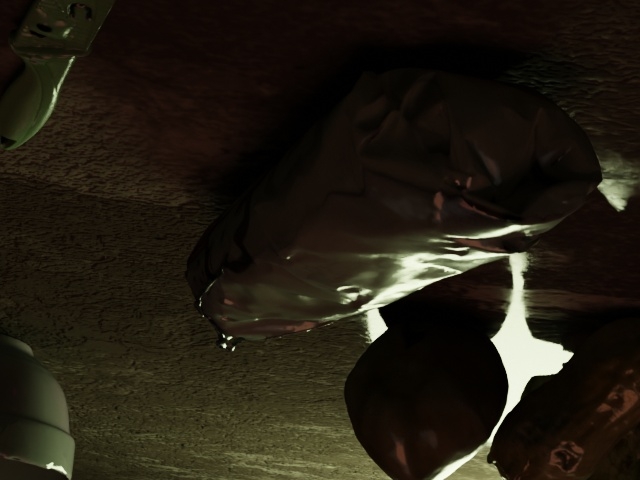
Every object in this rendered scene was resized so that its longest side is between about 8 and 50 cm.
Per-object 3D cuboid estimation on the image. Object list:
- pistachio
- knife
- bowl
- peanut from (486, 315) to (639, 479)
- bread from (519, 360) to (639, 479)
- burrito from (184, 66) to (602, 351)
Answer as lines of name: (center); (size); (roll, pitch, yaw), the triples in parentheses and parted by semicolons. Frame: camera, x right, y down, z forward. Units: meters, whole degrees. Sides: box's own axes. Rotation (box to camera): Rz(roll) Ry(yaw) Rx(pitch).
pistachio: (0.099, 0.145, 1.187); (0.138, 0.153, 0.238); (10, -170, 16)
knife: (-0.150, -0.102, 0.705); (0.043, 0.020, 0.293); (15, 159, -21)
bowl: (-0.404, 0.178, 1.413); (0.287, 0.144, 0.287); (6, 162, 2)
peanut: (0.230, 0.148, 1.123); (0.099, 0.099, 0.214); (24, 118, -43)
bread: (0.349, 0.208, 1.246); (0.314, 0.171, 0.192); (1, 157, 15)
burrito: (0.000, 0.000, 0.836); (0.139, 0.101, 0.445); (11, 161, -23)
